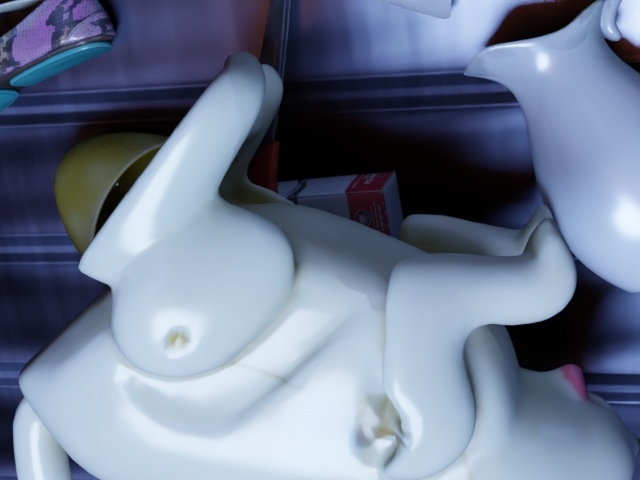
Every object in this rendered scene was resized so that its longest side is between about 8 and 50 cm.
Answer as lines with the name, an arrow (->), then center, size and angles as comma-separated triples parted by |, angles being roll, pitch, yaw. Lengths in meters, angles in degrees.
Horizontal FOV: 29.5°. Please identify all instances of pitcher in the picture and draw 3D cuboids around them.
pitcher -> 0.230, -0.084, 0.880 | 0.178, 0.125, 0.207 | -31, 90, 10

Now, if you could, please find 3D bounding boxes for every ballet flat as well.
ballet flat -> -0.273, -0.152, 1.025 | 0.222, 0.077, 0.079 | -26, 85, 20

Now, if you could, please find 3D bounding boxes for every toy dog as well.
toy dog -> 0.025, 0.119, 0.815 | 0.408, 0.284, 0.395 | 35, 87, -2

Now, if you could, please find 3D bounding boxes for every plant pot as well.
plant pot -> -0.167, -0.038, 1.016 | 0.095, 0.134, 0.134 | 30, 122, 33

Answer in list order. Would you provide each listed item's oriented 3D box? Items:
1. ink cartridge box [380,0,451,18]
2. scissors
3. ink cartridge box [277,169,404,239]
ink cartridge box -> 0.055, -0.244, 0.849 | 0.115, 0.067, 0.198 | 19, 160, 8
scissors -> -0.039, -0.082, 0.967 | 0.109, 0.021, 0.297 | 27, 101, 15
ink cartridge box -> 0.000, 0.000, 1.011 | 0.135, 0.056, 0.099 | -4, 111, 18
